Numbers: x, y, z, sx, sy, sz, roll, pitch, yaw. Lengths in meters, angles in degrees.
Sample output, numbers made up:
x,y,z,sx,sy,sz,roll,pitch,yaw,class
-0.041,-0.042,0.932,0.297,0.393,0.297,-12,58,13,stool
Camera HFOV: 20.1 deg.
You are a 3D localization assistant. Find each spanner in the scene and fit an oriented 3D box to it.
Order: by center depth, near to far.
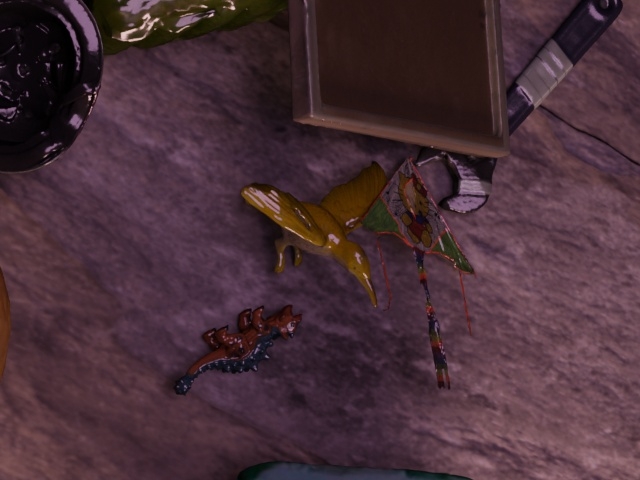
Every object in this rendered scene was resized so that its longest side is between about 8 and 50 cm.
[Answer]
x,y,z,sx,sy,sz,roll,pitch,yaw,class
0.212,-0.157,1.878,0.087,0.024,0.316,43,72,-8,spanner

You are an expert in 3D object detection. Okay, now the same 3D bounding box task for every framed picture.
x,y,z,sx,sy,sz,roll,pitch,yaw,class
0.071,-0.314,1.736,0.326,0.028,0.446,7,78,-51,framed picture

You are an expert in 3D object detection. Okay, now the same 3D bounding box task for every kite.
x,y,z,sx,sy,sz,roll,pitch,yaw,class
0.099,0.027,1.771,0.198,0.006,0.244,18,58,-48,kite

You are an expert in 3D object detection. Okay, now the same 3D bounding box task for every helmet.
x,y,z,sx,sy,sz,roll,pitch,yaw,class
-0.274,-0.143,1.630,0.153,0.107,0.177,23,80,0,helmet

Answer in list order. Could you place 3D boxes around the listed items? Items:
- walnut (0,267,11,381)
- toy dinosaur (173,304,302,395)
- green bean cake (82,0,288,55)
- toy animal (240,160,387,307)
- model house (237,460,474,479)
x,y,z,sx,sy,sz,roll,pitch,yaw,class
-0.409,0.087,1.468,0.333,0.333,0.333,2,85,-22,walnut
-0.080,0.102,1.723,0.154,0.049,0.055,-32,101,-26,toy dinosaur
-0.133,-0.316,1.680,0.247,0.156,0.250,-16,92,-21,green bean cake
0.000,0.000,1.743,0.219,0.095,0.155,-27,96,-53,toy animal
0.035,0.376,1.687,0.280,0.230,0.248,7,124,-19,model house
